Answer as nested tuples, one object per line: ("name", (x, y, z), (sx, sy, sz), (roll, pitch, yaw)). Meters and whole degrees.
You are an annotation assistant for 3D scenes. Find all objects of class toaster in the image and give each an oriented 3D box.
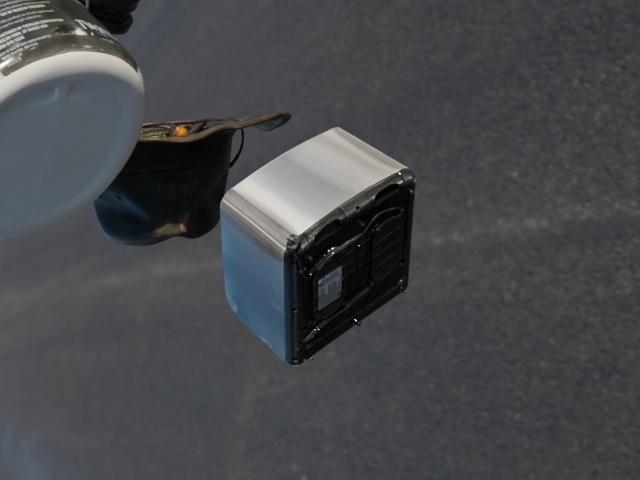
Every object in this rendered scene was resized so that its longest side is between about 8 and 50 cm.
("toaster", (0.000, 0.000, 1.173), (0.110, 0.168, 0.185), (36, 145, 31))

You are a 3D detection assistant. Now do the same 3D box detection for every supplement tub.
("supplement tub", (-0.298, -0.164, 0.987), (0.316, 0.194, 0.193), (46, 128, 27))

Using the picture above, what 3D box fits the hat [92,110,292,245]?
("hat", (-0.181, -0.065, 1.363), (0.331, 0.331, 0.134), (-165, 70, -74))

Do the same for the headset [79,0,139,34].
("headset", (-0.302, -0.381, 1.621), (0.243, 0.185, 0.394), (-51, 16, 47))
